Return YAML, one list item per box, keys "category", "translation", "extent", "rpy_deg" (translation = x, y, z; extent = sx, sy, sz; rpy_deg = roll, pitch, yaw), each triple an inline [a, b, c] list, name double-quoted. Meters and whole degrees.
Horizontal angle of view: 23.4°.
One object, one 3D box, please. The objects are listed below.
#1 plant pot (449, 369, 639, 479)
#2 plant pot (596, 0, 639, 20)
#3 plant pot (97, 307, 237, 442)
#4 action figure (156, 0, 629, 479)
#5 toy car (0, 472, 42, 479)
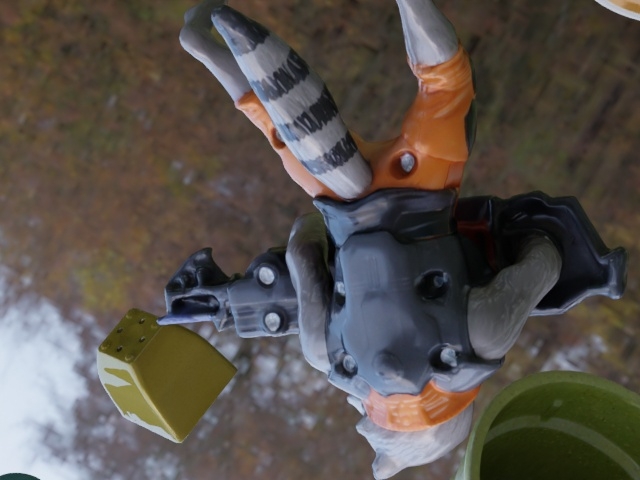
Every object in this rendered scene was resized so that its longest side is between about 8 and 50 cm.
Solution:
- category: "plant pot"
  translation: [0.173, 0.287, 1.301]
  extent: [0.276, 0.254, 0.276]
  rpy_deg: [18, -129, -23]
- category: "plant pot"
  translation: [0.312, -0.303, 1.367]
  extent: [0.205, 0.188, 0.205]
  rpy_deg: [17, 165, 5]
- category: "plant pot"
  translation: [-0.136, 0.103, 1.277]
  extent: [0.081, 0.081, 0.083]
  rpy_deg: [18, 151, 43]
- category: "action figure"
  translation: [0.000, 0.000, 0.980]
  extent: [0.178, 0.341, 0.330]
  rpy_deg: [-42, -65, -61]
- category: "toy car"
  translation: [-0.310, 0.383, 1.423]
  extent: [0.210, 0.219, 0.238]
  rpy_deg: [-11, -134, -35]
